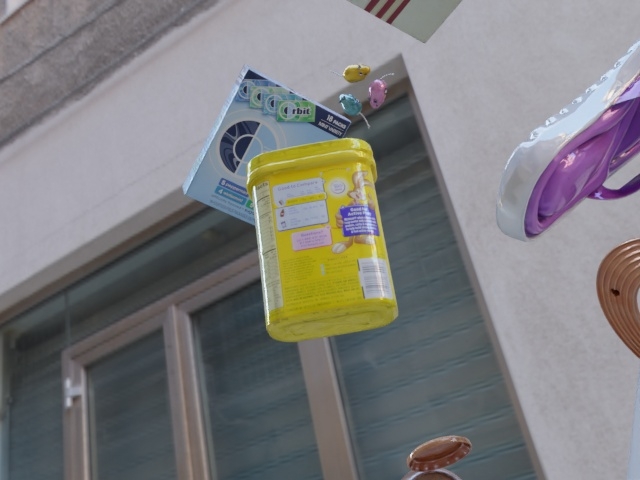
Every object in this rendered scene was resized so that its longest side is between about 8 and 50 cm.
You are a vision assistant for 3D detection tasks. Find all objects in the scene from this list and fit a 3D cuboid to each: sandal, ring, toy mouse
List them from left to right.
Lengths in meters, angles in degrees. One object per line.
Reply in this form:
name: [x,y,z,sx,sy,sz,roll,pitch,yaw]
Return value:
toy mouse: [0.089,-0.313,1.645,0.161,0.143,0.031,-4,4,32]
sandal: [0.351,-0.117,0.835,0.416,0.102,0.169,-39,-37,-22]
ring: [0.521,0.114,0.990,0.032,0.337,0.336,-44,-21,-23]

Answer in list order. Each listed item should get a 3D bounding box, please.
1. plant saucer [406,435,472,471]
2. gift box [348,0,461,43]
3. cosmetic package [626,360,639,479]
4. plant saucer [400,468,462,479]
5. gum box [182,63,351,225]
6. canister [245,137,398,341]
plant saucer: [0.146,0.264,0.942,0.084,0.013,0.083,-11,-36,-8]
gift box: [0.169,-0.525,1.264,0.276,0.255,0.258,16,-44,-30]
cosmetic package: [0.382,0.077,0.590,0.217,0.384,0.156,0,9,4]
plant saucer: [0.226,0.515,1.474,0.169,0.168,0.029,-5,-39,-14]
gum box: [-0.072,-0.114,1.007,0.157,0.041,0.184,25,-78,-22]
canister: [0.000,0.000,0.705,0.126,0.169,0.073,-10,-27,3]
